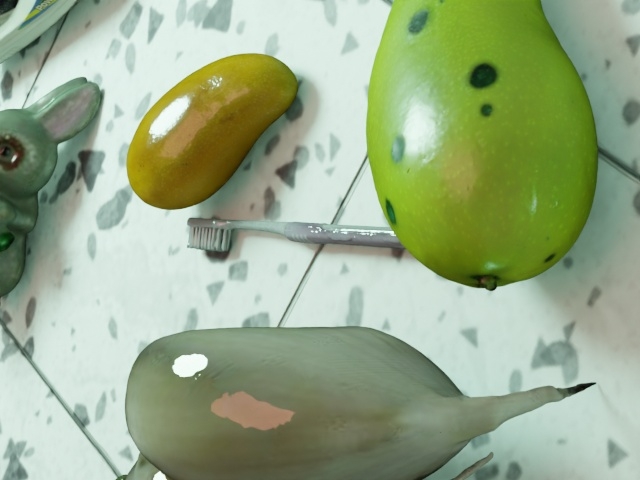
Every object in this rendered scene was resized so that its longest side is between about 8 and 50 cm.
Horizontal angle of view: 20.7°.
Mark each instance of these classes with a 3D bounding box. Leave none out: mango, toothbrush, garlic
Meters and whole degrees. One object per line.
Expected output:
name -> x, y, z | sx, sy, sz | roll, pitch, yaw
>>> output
mango -> 0.111, -0.099, 1.269 | 0.175, 0.143, 0.293 | -32, 48, 36
mango -> -0.099, -0.100, 1.536 | 0.184, 0.085, 0.102 | -43, 52, 24
toothbrush -> 0.000, 0.000, 1.444 | 0.354, 0.024, 0.029 | 3, 87, 48
garlic -> -0.015, 0.175, 1.256 | 0.340, 0.246, 0.231 | 0, 84, 46

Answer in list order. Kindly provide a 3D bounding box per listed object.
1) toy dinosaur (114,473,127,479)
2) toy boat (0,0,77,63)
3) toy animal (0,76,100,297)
toy dinosaur -> -0.149, 0.300, 1.532 | 0.179, 0.087, 0.187 | 47, 138, 4
toy boat -> -0.311, -0.281, 1.785 | 0.269, 0.141, 0.140 | -39, 52, 52
toy animal -> -0.318, -0.066, 1.747 | 0.127, 0.125, 0.251 | 33, 99, 17
